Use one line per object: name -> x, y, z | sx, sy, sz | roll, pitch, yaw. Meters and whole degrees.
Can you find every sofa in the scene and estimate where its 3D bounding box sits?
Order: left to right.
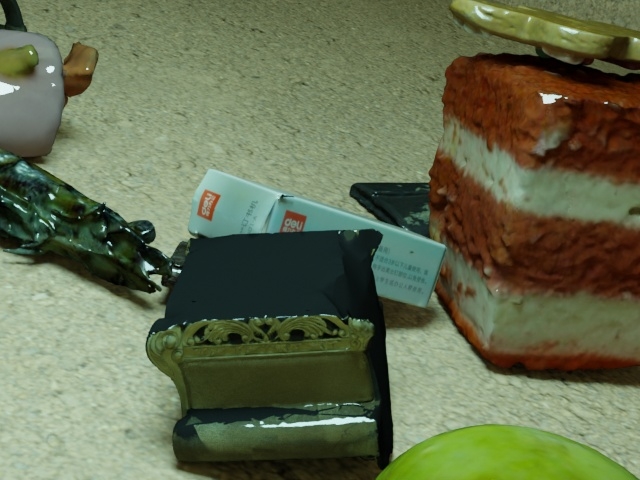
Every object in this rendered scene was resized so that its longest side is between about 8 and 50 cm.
sofa -> -0.036, 0.111, 1.190 | 0.200, 0.182, 0.258 | -2, 22, 4

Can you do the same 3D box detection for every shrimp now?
shrimp -> -0.361, -0.023, 1.351 | 0.445, 0.085, 0.272 | 19, 28, 15

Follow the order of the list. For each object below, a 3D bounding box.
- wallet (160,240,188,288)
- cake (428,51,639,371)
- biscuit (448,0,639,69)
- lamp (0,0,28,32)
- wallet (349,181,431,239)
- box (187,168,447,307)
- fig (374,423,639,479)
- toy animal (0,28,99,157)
wallet -> -0.053, 0.055, 1.404 | 0.230, 0.042, 0.124 | 14, 12, -1
cake -> 0.279, -0.036, 1.480 | 0.269, 0.319, 0.270 | 5, 19, -18
biscuit -> 0.306, -0.226, 1.487 | 0.216, 0.047, 0.340 | 24, 17, 31
lamp -> -0.531, -0.312, 1.868 | 0.203, 0.124, 0.283 | 11, 18, 14
wallet -> 0.213, -0.044, 1.810 | 0.321, 0.044, 0.170 | 1, 28, -30
box -> 0.000, 0.000, 1.408 | 0.269, 0.079, 0.135 | 16, 3, -41
fig -> 0.149, 0.267, 0.784 | 0.326, 0.258, 0.258 | 30, 21, -9
toy animal -> -0.430, -0.187, 1.582 | 0.281, 0.169, 0.195 | 11, -23, -32
